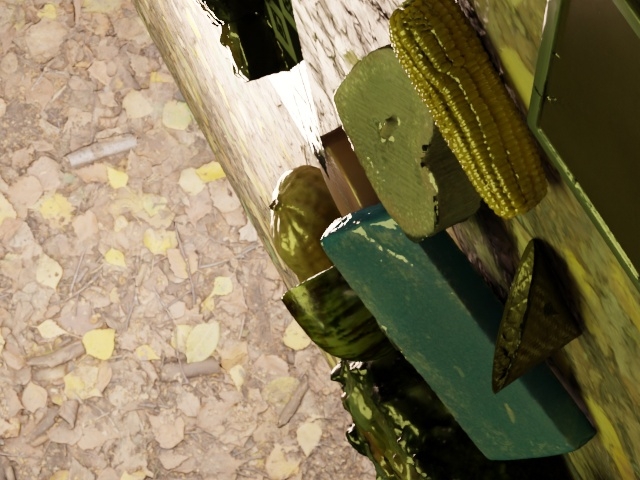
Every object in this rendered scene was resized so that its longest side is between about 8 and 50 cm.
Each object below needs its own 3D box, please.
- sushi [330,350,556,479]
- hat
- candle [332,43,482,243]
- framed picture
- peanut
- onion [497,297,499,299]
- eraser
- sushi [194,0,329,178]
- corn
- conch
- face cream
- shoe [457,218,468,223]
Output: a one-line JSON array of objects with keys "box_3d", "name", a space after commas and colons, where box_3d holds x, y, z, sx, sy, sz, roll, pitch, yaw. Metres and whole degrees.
[{"box_3d": [0.150, 0.233, 1.965, 0.352, 0.178, 0.294, 53, 166, 48], "name": "sushi"}, {"box_3d": [0.206, 0.076, 1.492, 0.146, 0.067, 0.146, -166, 90, -90], "name": "hat"}, {"box_3d": [0.077, -0.106, 1.483, 0.168, 0.068, 0.192, 40, 142, 46], "name": "candle"}, {"box_3d": [0.214, -0.058, 1.095, 0.232, 0.019, 0.296, 60, 171, 19], "name": "framed picture"}, {"box_3d": [0.000, 0.000, 2.370, 0.224, 0.129, 0.129, 63, 173, -21], "name": "peanut"}, {"box_3d": [0.139, 0.085, 1.760, 0.118, 0.117, 0.119, 177, 90, -74], "name": "onion"}, {"box_3d": [0.135, 0.094, 1.637, 0.312, 0.042, 0.144, 52, 147, -14], "name": "eraser"}, {"box_3d": [-0.110, -0.258, 1.669, 0.320, 0.068, 0.339, 78, 165, -57], "name": "sushi"}, {"box_3d": [0.122, -0.112, 1.349, 0.203, 0.072, 0.072, 61, 173, 4], "name": "corn"}, {"box_3d": [0.064, 0.058, 1.835, 0.124, 0.181, 0.187, 50, 180, 11], "name": "conch"}, {"box_3d": [0.072, -0.063, 1.722, 0.149, 0.104, 0.149, 61, 173, 14], "name": "face cream"}, {"box_3d": [0.114, -0.057, 1.590, 0.064, 0.071, 0.143, 60, 165, 23], "name": "shoe"}]
